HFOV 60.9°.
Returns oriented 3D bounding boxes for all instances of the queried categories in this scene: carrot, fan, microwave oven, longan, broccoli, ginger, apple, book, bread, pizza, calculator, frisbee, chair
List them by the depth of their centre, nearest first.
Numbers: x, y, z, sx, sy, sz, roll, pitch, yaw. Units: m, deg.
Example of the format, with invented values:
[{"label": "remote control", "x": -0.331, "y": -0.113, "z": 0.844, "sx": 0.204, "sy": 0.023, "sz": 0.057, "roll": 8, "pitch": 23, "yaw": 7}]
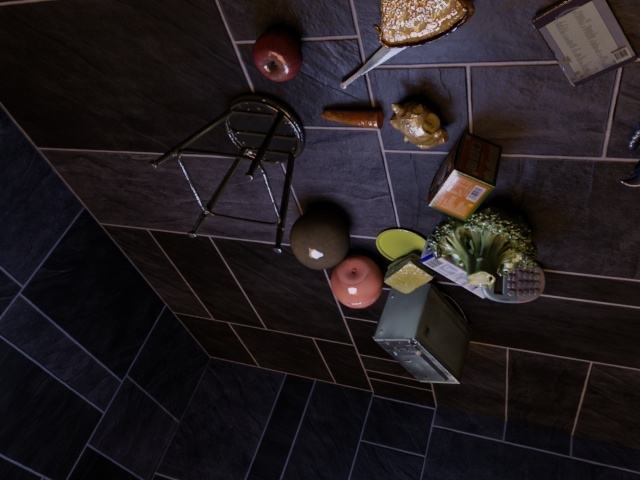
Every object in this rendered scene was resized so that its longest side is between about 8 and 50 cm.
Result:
[{"label": "book", "x": 0.646, "y": -0.495, "z": 1.334, "sx": 0.157, "sy": 0.026, "sz": 0.231, "roll": -21, "pitch": 128, "yaw": 42}, {"label": "pizza", "x": 0.212, "y": -0.601, "z": 1.382, "sx": 0.288, "sy": 0.074, "sz": 0.251, "roll": 36, "pitch": 142, "yaw": -17}, {"label": "fan", "x": 0.149, "y": -0.520, "z": 1.581, "sx": 0.057, "sy": 0.023, "sz": 0.282, "roll": 38, "pitch": 142, "yaw": -25}, {"label": "apple", "x": -0.125, "y": -0.548, "z": 1.610, "sx": 0.153, "sy": 0.120, "sz": 0.153, "roll": 18, "pitch": 152, "yaw": 10}, {"label": "ginger", "x": 0.294, "y": -0.356, "z": 1.655, "sx": 0.216, "sy": 0.102, "sz": 0.157, "roll": 35, "pitch": 171, "yaw": -26}, {"label": "carrot", "x": 0.096, "y": -0.398, "z": 1.755, "sx": 0.210, "sy": 0.061, "sz": 0.061, "roll": 11, "pitch": 145, "yaw": 23}, {"label": "chair", "x": -0.262, "y": -0.249, "z": 1.837, "sx": 0.365, "sy": 0.410, "sz": 0.361, "roll": 9, "pitch": 143, "yaw": 20}, {"label": "broccoli", "x": 0.556, "y": 0.005, "z": 1.865, "sx": 0.375, "sy": 0.302, "sz": 0.249, "roll": 13, "pitch": 105, "yaw": 12}, {"label": "calculator", "x": 0.693, "y": 0.139, "z": 2.030, "sx": 0.299, "sy": 0.185, "sz": 0.041, "roll": 5, "pitch": 171, "yaw": -5}, {"label": "longan", "x": 0.000, "y": 0.000, "z": 2.184, "sx": 0.258, "sy": 0.258, "sz": 0.258, "roll": 15, "pitch": 146, "yaw": 11}, {"label": "frisbee", "x": 0.343, "y": 0.027, "z": 2.231, "sx": 0.236, "sy": 0.017, "sz": 0.236, "roll": 16, "pitch": 146, "yaw": 11}, {"label": "bread", "x": 0.371, "y": 0.132, "z": 2.254, "sx": 0.138, "sy": 0.102, "sz": 0.196, "roll": 29, "pitch": 143, "yaw": -15}, {"label": "microwave oven", "x": 0.457, "y": 0.410, "z": 2.428, "sx": 0.247, "sy": 0.333, "sz": 0.394, "roll": -9, "pitch": 136, "yaw": 44}]

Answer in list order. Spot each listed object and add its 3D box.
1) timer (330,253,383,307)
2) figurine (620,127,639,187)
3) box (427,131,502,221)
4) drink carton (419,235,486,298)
[{"label": "timer", "x": 0.158, "y": 0.177, "z": 2.358, "sx": 0.230, "sy": 0.229, "sz": 0.215, "roll": 10, "pitch": 154, "yaw": 17}, {"label": "figurine", "x": 0.915, "y": -0.229, "z": 1.422, "sx": 0.197, "sy": 0.175, "sz": 0.265, "roll": 30, "pitch": 138, "yaw": -4}, {"label": "box", "x": 0.450, "y": -0.200, "z": 1.712, "sx": 0.148, "sy": 0.177, "sz": 0.195, "roll": 22, "pitch": 146, "yaw": -1}, {"label": "drink carton", "x": 0.550, "y": 0.090, "z": 2.095, "sx": 0.315, "sy": 0.130, "sz": 0.106, "roll": 30, "pitch": 154, "yaw": -10}]
